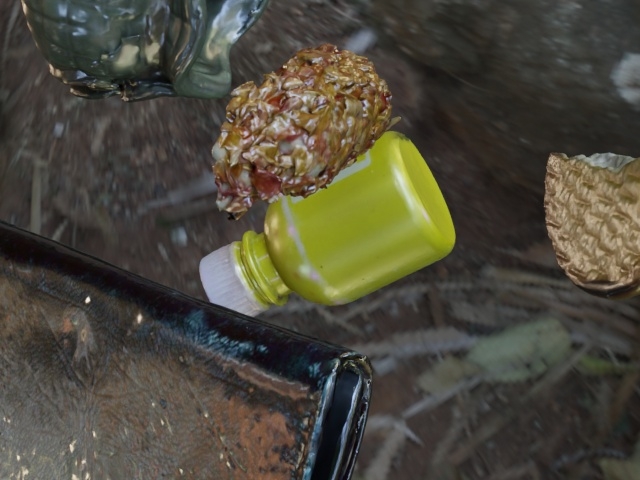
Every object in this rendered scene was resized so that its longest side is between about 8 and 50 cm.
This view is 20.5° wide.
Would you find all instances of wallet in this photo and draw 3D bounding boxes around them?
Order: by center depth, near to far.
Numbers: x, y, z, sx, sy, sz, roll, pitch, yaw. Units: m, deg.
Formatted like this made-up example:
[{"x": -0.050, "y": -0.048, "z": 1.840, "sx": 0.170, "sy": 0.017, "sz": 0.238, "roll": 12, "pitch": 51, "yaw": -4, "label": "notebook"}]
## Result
[{"x": -0.104, "y": 0.090, "z": 0.780, "sx": 0.045, "sy": 0.318, "sz": 0.172, "roll": 7, "pitch": 96, "yaw": -43, "label": "wallet"}]

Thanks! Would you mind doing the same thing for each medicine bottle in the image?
[{"x": 0.000, "y": 0.000, "z": 1.551, "sx": 0.212, "sy": 0.122, "sz": 0.122, "roll": -26, "pitch": 103, "yaw": 14, "label": "medicine bottle"}]

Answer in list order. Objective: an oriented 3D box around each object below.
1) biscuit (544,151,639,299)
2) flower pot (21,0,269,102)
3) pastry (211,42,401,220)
[{"x": 0.279, "y": -0.032, "z": 1.693, "sx": 0.031, "sy": 0.229, "sz": 0.176, "roll": 10, "pitch": 126, "yaw": -25, "label": "biscuit"}, {"x": -0.175, "y": -0.279, "z": 1.849, "sx": 0.213, "sy": 0.302, "sz": 0.302, "roll": 15, "pitch": 99, "yaw": 11, "label": "flower pot"}, {"x": -0.003, "y": -0.064, "z": 0.990, "sx": 0.063, "sy": 0.169, "sz": 0.087, "roll": 13, "pitch": 114, "yaw": 16, "label": "pastry"}]
